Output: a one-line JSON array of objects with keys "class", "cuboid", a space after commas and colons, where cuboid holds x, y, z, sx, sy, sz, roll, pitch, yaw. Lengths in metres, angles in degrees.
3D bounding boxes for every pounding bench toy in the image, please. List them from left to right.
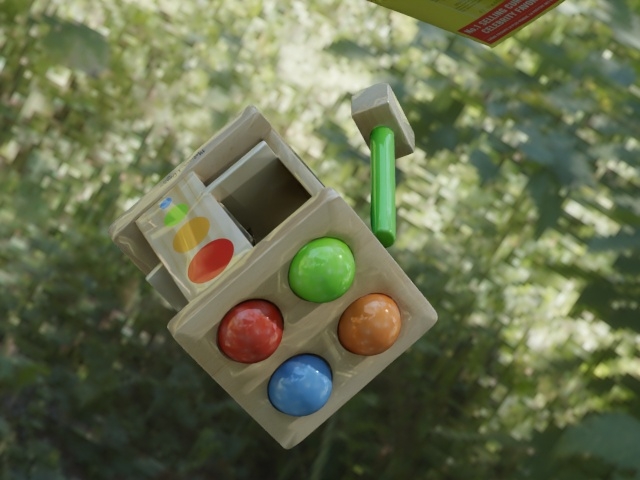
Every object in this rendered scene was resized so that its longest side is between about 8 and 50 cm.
[{"class": "pounding bench toy", "cuboid": [0.000, 0.000, 0.408, 0.052, 0.083, 0.065, 49, -1, -35]}]

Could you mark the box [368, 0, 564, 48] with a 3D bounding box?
[{"class": "box", "cuboid": [0.041, -0.184, 0.932, 0.232, 0.087, 0.058, 14, 60, -36]}]
